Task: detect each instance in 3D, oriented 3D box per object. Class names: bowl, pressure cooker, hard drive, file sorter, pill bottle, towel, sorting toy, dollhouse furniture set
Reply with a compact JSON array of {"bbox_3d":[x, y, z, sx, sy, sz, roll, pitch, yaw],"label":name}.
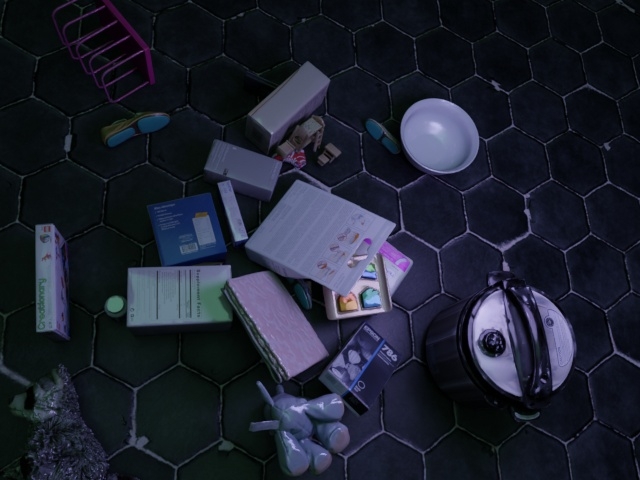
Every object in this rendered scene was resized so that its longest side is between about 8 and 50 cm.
[{"bbox_3d":[0.411,-0.353,2.066,0.298,0.134,0.297,3,71,-10],"label":"bowl"},{"bbox_3d":[0.546,0.326,1.719,0.370,0.420,0.375,43,68,5],"label":"pressure cooker"},{"bbox_3d":[-0.207,-0.541,2.020,0.135,0.094,0.022,23,70,-4],"label":"hard drive"},{"bbox_3d":[-0.720,-0.640,1.890,0.182,0.202,0.290,-38,83,-19],"label":"file sorter"},{"bbox_3d":[-0.600,0.199,1.681,0.067,0.120,0.067,4,72,-11],"label":"pill bottle"},{"bbox_3d":[-0.129,0.244,1.687,0.053,0.317,0.331,-37,79,19],"label":"towel"},{"bbox_3d":[0.112,0.142,1.784,0.209,0.038,0.192,-7,81,-9],"label":"sorting toy"},{"bbox_3d":[-0.028,-0.321,1.947,0.161,0.101,0.182,41,45,3],"label":"dollhouse furniture set"}]

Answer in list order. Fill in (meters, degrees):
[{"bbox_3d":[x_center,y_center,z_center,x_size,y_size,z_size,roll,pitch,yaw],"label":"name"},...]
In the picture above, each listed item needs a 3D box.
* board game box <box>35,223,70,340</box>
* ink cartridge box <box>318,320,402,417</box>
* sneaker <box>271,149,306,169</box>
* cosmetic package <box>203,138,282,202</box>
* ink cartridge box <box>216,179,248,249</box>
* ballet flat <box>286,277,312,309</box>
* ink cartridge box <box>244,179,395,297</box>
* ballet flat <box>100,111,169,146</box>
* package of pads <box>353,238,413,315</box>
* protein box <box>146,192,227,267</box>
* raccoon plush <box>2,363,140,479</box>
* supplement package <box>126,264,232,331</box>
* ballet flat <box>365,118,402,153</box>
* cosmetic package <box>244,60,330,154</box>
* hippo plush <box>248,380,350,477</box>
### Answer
[{"bbox_3d":[-0.766,0.126,1.632,0.053,0.193,0.305,-5,73,-14],"label":"board game box"},{"bbox_3d":[0.139,0.365,1.725,0.165,0.065,0.333,42,36,4],"label":"ink cartridge box"},{"bbox_3d":[-0.106,-0.279,1.983,0.119,0.042,0.067,-11,71,-17],"label":"sneaker"},{"bbox_3d":[-0.259,-0.230,1.904,0.238,0.107,0.127,15,67,-3],"label":"cosmetic package"},{"bbox_3d":[-0.288,-0.081,1.851,0.046,0.097,0.207,-15,76,-15],"label":"ink cartridge box"},{"bbox_3d":[-0.066,0.133,1.848,0.070,0.070,0.188,-30,83,-19],"label":"ballet flat"},{"bbox_3d":[0.000,0.000,1.811,0.385,0.091,0.308,26,64,22],"label":"ink cartridge box"},{"bbox_3d":[-0.622,-0.389,1.897,0.232,0.080,0.073,-27,64,-20],"label":"ballet flat"},{"bbox_3d":[0.127,0.081,1.882,0.297,0.101,0.229,37,69,2],"label":"package of pads"},{"bbox_3d":[-0.416,-0.017,1.782,0.200,0.136,0.201,-14,76,-15],"label":"protein box"},{"bbox_3d":[-0.642,0.542,1.572,0.446,0.216,0.299,34,50,-30],"label":"raccoon plush"},{"bbox_3d":[-0.414,0.180,1.696,0.293,0.177,0.175,-1,72,-12],"label":"supplement package"},{"bbox_3d":[0.233,-0.384,2.091,0.168,0.057,0.052,47,42,2],"label":"ballet flat"},{"bbox_3d":[-0.116,-0.459,1.979,0.113,0.160,0.309,40,68,4],"label":"cosmetic package"},{"bbox_3d":[-0.084,0.536,1.620,0.295,0.236,0.234,13,74,-17],"label":"hippo plush"}]
